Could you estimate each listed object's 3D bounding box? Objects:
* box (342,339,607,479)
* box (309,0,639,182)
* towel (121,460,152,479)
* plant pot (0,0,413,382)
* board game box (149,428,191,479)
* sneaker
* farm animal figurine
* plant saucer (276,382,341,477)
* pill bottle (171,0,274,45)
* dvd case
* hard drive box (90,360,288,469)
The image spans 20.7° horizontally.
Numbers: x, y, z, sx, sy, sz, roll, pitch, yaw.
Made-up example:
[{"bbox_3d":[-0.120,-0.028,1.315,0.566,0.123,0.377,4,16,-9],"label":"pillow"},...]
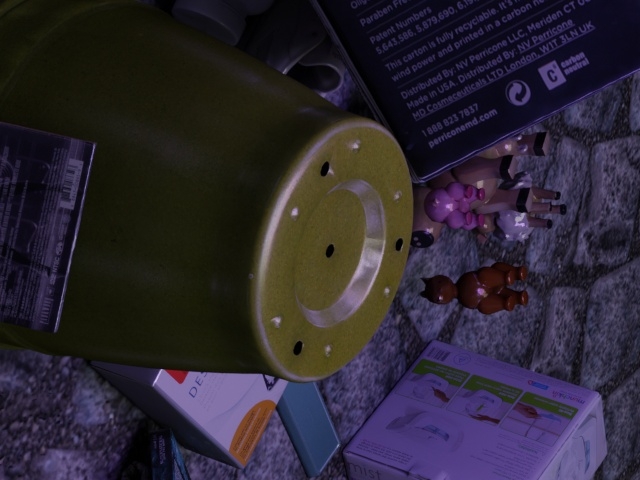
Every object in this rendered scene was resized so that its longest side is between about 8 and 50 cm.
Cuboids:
[{"bbox_3d":[0.204,0.275,2.284,0.231,0.262,0.127,-49,140,-34],"label":"box"},{"bbox_3d":[0.170,-0.379,1.671,0.472,0.297,0.480,59,32,-5],"label":"box"},{"bbox_3d":[-0.170,0.452,1.852,0.324,0.056,0.312,-96,175,-56],"label":"towel"},{"bbox_3d":[-0.119,-0.031,1.592,0.366,0.353,0.366,-28,126,-48],"label":"plant pot"},{"bbox_3d":[-0.151,0.309,1.911,0.186,0.026,0.126,75,5,-47],"label":"board game box"},{"bbox_3d":[-0.011,-0.227,1.849,0.114,0.152,0.305,43,67,-52],"label":"sneaker"},{"bbox_3d":[0.161,-0.082,2.171,0.327,0.172,0.330,-55,136,-47],"label":"farm animal figurine"},{"bbox_3d":[-0.017,0.215,2.156,0.067,0.018,0.192,-52,142,-29],"label":"plant saucer"},{"bbox_3d":[-0.078,-0.293,1.764,0.103,0.103,0.184,43,68,-54],"label":"pill bottle"},{"bbox_3d":[-0.311,-0.026,1.457,0.018,0.221,0.164,-81,-176,-84],"label":"dvd case"},{"bbox_3d":[-0.123,0.116,1.886,0.181,0.089,0.232,-63,147,-17],"label":"hard drive box"}]
